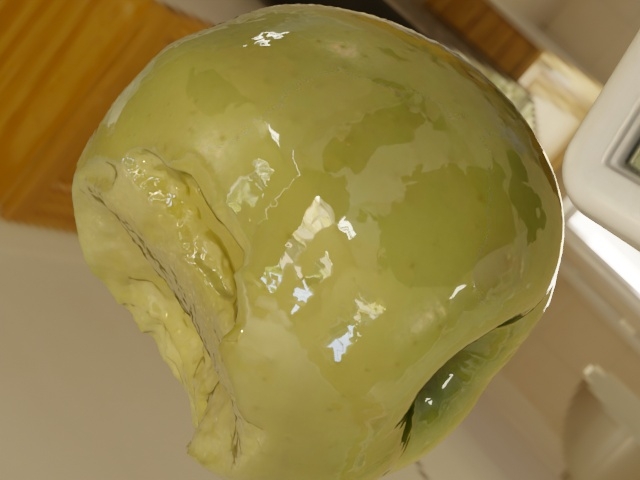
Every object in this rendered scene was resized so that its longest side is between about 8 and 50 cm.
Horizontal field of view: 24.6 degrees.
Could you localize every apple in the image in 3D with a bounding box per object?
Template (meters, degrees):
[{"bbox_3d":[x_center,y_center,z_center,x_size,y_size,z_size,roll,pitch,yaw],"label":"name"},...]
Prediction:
[{"bbox_3d":[0.000,0.000,0.818,0.279,0.279,0.279,38,-165,-12],"label":"apple"}]

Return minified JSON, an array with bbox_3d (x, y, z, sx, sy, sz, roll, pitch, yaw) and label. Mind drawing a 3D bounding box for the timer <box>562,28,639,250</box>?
[{"bbox_3d":[0.241,-0.040,0.592,0.192,0.194,0.195,34,-173,26],"label":"timer"}]
